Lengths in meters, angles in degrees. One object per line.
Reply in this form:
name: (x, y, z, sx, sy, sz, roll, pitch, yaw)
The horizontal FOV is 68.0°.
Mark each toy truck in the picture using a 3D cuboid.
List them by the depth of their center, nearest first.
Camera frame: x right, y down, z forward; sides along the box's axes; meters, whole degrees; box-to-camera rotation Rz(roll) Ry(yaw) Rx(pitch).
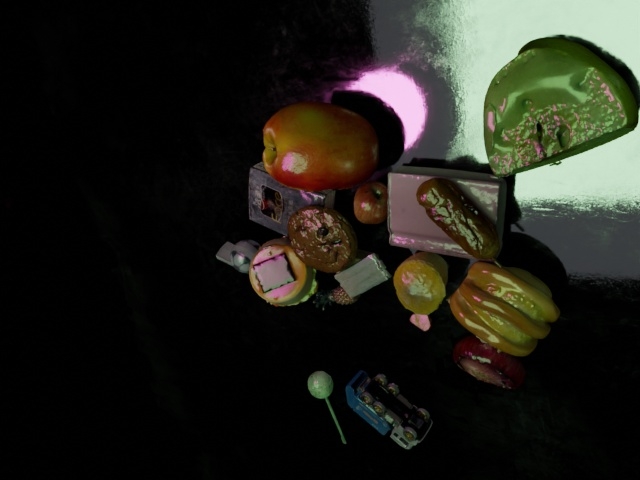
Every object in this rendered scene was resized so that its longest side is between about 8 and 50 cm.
toy truck: (0.278, 0.707, 2.002, 0.367, 0.146, 0.175, 37, 136, 19)

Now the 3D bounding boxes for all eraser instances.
eraser: (0.403, -0.092, 1.539, 0.359, 0.122, 0.272, 9, 114, 31)

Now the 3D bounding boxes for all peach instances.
peach: (0.022, -0.319, 1.582, 0.306, 0.380, 0.242, 49, 138, 41)
peach: (0.381, 0.307, 1.790, 0.083, 0.050, 0.077, -16, 78, 30)

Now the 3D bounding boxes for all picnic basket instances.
picnic basket: (0.143, 0.099, 1.840, 0.164, 0.079, 0.115, 14, 118, 29)

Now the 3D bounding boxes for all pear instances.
pear: (0.588, -0.357, 1.216, 0.342, 0.238, 0.318, -22, 86, 46)

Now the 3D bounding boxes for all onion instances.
onion: (0.577, 0.408, 1.618, 0.248, 0.248, 0.161, 31, 88, 20)

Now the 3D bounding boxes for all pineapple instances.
pineapple: (0.071, 0.228, 1.940, 0.221, 0.103, 0.083, -17, 114, 39)

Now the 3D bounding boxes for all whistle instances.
whistle: (-0.356, 0.060, 2.130, 0.289, 0.163, 0.163, 21, 123, 25)

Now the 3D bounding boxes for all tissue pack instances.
tissue pack: (-0.118, -0.142, 1.884, 0.361, 0.122, 0.259, 25, 127, 22)

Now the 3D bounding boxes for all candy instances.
candy: (0.049, 0.800, 2.255, 0.119, 0.119, 0.440, -2, 119, 36)

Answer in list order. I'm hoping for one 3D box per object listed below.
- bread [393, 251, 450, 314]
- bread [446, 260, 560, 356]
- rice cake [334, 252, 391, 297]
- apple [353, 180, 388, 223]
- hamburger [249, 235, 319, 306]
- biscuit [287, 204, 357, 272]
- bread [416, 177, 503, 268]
bread: (0.354, 0.143, 1.651, 0.197, 0.170, 0.197, 16, 122, 27)
bread: (0.576, 0.214, 1.485, 0.315, 0.211, 0.270, 33, 129, 4)
rice cake: (0.158, 0.130, 1.767, 0.124, 0.038, 0.211, 53, 129, 3)
apple: (0.183, -0.128, 1.662, 0.146, 0.146, 0.131, 39, 149, 14)
hamburger: (-0.156, 0.133, 1.979, 0.276, 0.179, 0.294, -26, 86, 10)
biscuit: (0.000, 0.001, 1.758, 0.296, 0.075, 0.296, 14, 124, 22)
bread: (0.422, -0.047, 1.414, 0.344, 0.084, 0.124, 49, 129, 7)
